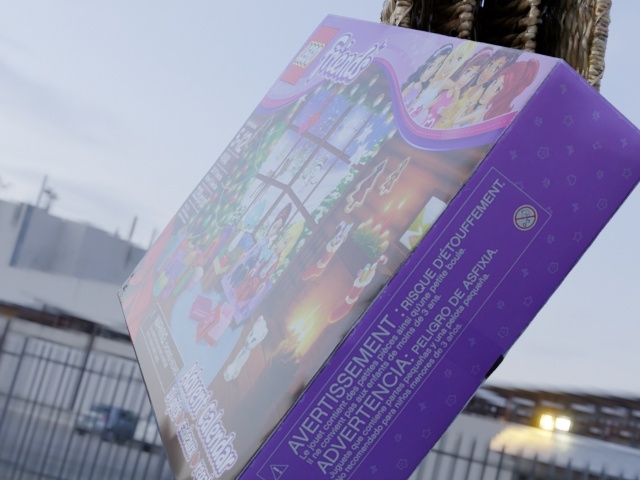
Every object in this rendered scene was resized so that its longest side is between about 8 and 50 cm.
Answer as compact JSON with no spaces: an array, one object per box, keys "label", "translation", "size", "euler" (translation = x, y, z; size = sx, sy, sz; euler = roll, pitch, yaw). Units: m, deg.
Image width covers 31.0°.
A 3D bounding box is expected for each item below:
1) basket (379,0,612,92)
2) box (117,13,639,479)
[{"label":"basket","translation":[0.196,-0.270,1.334],"size":[0.213,0.299,0.223],"euler":[10,-4,-13]},{"label":"box","translation":[0.000,0.000,0.518],"size":[0.057,0.201,0.293],"euler":[37,2,-20]}]
